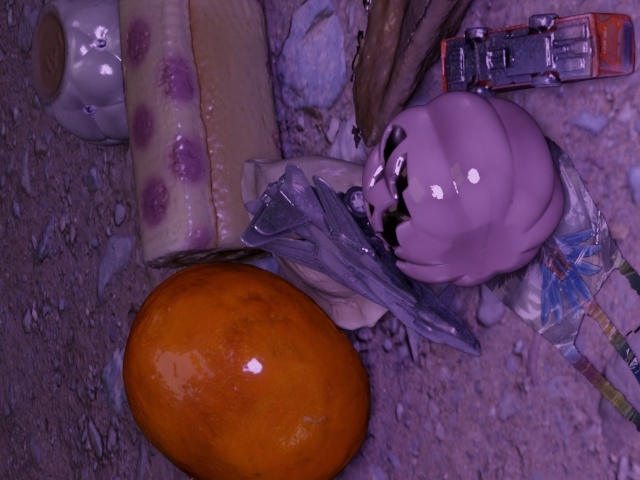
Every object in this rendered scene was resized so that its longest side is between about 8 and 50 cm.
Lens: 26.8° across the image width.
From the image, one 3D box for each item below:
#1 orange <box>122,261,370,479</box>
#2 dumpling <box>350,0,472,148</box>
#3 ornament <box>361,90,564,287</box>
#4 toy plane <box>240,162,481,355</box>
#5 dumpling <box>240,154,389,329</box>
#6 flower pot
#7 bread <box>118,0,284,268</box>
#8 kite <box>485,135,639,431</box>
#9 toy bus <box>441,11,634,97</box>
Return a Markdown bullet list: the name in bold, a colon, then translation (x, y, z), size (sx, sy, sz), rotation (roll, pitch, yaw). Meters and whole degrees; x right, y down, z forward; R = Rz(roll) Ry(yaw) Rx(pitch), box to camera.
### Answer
- **orange**: translation (-0.083, 0.155, 1.452), size (0.284, 0.226, 0.284), rotation (35, 159, 15)
- **dumpling**: translation (0.112, -0.246, 1.309), size (0.332, 0.086, 0.166), rotation (123, 149, -44)
- **ornament**: translation (0.124, -0.051, 1.198), size (0.177, 0.178, 0.177), rotation (2, 92, 58)
- **toy plane**: translation (0.056, 0.021, 1.302), size (0.088, 0.267, 0.212), rotation (-65, 12, -23)
- **dumpling**: translation (0.000, 0.000, 1.445), size (0.252, 0.131, 0.179), rotation (19, 126, 35)
- **flower pot**: translation (-0.282, -0.247, 1.841), size (0.246, 0.195, 0.246), rotation (-1, 89, 58)
- **bread**: translation (-0.144, -0.138, 1.628), size (0.155, 0.187, 0.338), rotation (-21, 73, 52)
- **kite**: translation (0.237, 0.043, 1.178), size (0.310, 0.015, 0.169), rotation (51, 131, 46)
- **toy bus**: translation (0.189, -0.162, 1.193), size (0.192, 0.077, 0.065), rotation (0, 93, 56)
